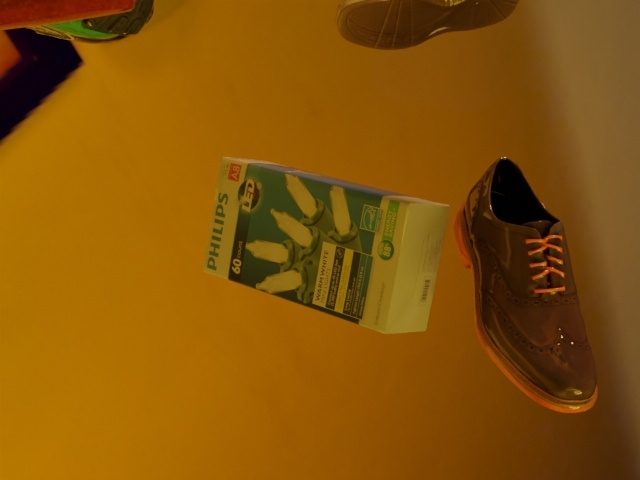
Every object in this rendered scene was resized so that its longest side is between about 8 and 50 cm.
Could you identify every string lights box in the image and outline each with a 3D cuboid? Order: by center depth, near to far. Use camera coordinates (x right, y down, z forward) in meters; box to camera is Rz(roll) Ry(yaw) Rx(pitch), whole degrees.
[{"bbox_3d":[0.000,0.000,1.206,0.259,0.076,0.133,16,-81,38],"label":"string lights box"}]

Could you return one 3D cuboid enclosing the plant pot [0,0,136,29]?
[{"bbox_3d":[-0.230,-0.176,0.368,0.235,0.267,0.267,-19,-163,-17],"label":"plant pot"}]

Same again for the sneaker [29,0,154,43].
[{"bbox_3d":[-0.269,-0.220,0.749,0.343,0.146,0.134,23,-115,-11],"label":"sneaker"}]

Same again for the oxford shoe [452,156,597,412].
[{"bbox_3d":[0.196,0.037,1.089,0.096,0.098,0.271,-5,-130,-19],"label":"oxford shoe"}]

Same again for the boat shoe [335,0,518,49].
[{"bbox_3d":[0.146,-0.347,1.656,0.285,0.105,0.089,-11,-124,-21],"label":"boat shoe"}]
